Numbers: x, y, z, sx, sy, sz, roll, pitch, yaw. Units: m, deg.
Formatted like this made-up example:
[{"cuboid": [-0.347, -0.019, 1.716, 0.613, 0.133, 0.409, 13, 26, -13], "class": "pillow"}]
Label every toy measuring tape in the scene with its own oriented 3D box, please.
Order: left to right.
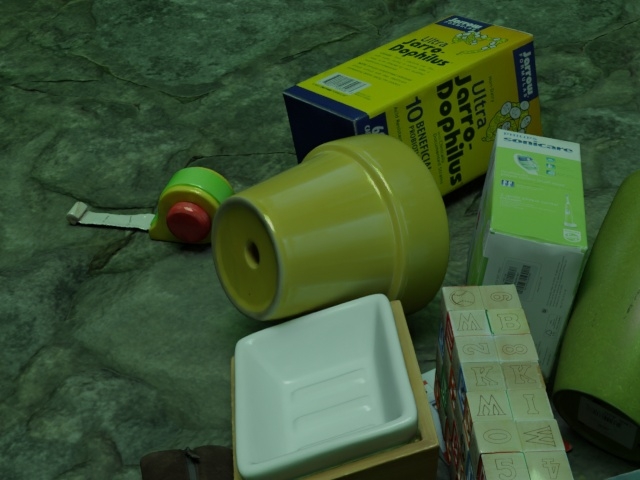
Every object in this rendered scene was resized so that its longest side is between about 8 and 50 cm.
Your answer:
[{"cuboid": [-0.248, -0.062, 1.746, 0.330, 0.121, 0.121, 6, 39, 16], "class": "toy measuring tape"}]

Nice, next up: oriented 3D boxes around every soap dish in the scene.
[{"cuboid": [0.013, 0.200, 1.313, 0.229, 0.118, 0.291, -19, 29, 5], "class": "soap dish"}]

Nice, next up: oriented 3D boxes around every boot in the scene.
[{"cuboid": [-0.184, 0.317, 1.261, 0.248, 0.090, 0.207, -2, 26, -20], "class": "boot"}]

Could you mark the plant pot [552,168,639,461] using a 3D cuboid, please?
[{"cuboid": [0.408, 0.106, 1.349, 0.275, 0.275, 0.293, 24, 64, 33], "class": "plant pot"}]

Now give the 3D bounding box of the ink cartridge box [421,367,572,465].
[{"cuboid": [0.198, 0.216, 1.385, 0.145, 0.045, 0.179, -22, 38, -19], "class": "ink cartridge box"}]

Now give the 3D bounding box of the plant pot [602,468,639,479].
[{"cuboid": [0.393, 0.328, 1.054, 0.293, 0.293, 0.196, -4, 64, 3], "class": "plant pot"}]

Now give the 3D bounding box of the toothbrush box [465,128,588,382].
[{"cuboid": [0.261, 0.013, 1.464, 0.122, 0.206, 0.283, 12, 33, 5], "class": "toothbrush box"}]

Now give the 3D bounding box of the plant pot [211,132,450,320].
[{"cuboid": [0.000, 0.000, 1.475, 0.239, 0.254, 0.254, -13, 35, -36], "class": "plant pot"}]

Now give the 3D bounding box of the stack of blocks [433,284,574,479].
[{"cuboid": [0.190, 0.208, 1.229, 0.087, 0.171, 0.297, -2, 38, -3], "class": "stack of blocks"}]

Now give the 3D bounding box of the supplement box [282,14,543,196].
[{"cuboid": [0.151, -0.193, 1.772, 0.356, 0.194, 0.195, -28, 34, -25], "class": "supplement box"}]
